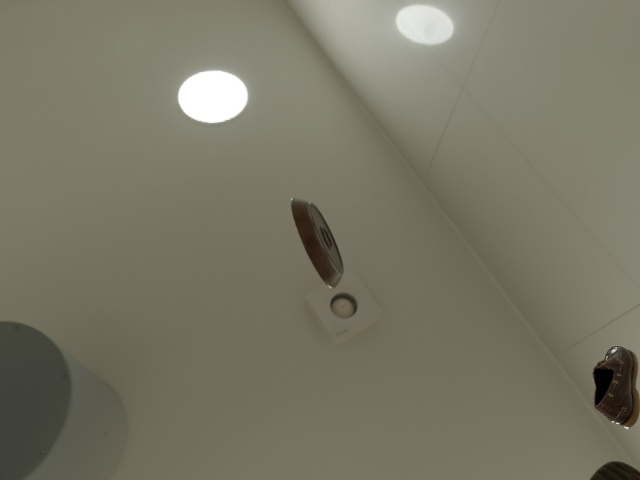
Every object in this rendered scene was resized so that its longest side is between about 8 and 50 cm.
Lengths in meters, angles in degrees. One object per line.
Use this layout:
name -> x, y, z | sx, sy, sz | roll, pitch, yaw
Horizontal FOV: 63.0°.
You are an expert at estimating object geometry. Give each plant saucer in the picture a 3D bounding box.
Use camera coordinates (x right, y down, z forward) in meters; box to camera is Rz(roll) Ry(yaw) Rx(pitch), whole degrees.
plant saucer -> 0.000, 0.000, 0.883 | 0.029, 0.168, 0.168 | -25, -116, 10

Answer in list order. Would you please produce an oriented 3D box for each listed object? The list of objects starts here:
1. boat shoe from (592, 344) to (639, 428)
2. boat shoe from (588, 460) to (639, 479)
boat shoe -> 0.575, 0.270, 1.025 | 0.073, 0.073, 0.207 | 27, -147, 12
boat shoe -> 0.235, 0.270, 0.479 | 0.178, 0.060, 0.064 | -15, -142, -24
